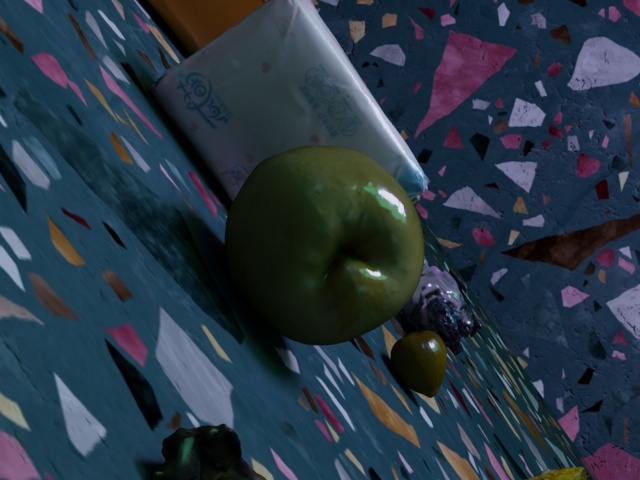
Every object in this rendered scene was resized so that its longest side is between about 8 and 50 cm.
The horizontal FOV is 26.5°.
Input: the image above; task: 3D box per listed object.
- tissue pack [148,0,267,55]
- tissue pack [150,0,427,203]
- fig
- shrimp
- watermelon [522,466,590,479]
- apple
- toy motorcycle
[{"bbox_3d":[-0.137,-0.329,1.870,0.274,0.145,0.194,53,11,-33],"label":"tissue pack"},{"bbox_3d":[-0.029,-0.116,1.491,0.271,0.201,0.124,55,1,-4],"label":"tissue pack"},{"bbox_3d":[0.130,0.160,1.754,0.074,0.074,0.088,-43,113,-81],"label":"fig"},{"bbox_3d":[-0.042,0.166,0.819,0.254,0.059,0.145,48,9,-43],"label":"shrimp"},{"bbox_3d":[0.270,0.331,1.664,0.123,0.129,0.301,55,13,13],"label":"watermelon"},{"bbox_3d":[0.000,0.000,1.268,0.200,0.200,0.200,54,9,-12],"label":"apple"},{"bbox_3d":[0.164,0.084,2.137,0.204,0.108,0.239,62,-15,12],"label":"toy motorcycle"}]
